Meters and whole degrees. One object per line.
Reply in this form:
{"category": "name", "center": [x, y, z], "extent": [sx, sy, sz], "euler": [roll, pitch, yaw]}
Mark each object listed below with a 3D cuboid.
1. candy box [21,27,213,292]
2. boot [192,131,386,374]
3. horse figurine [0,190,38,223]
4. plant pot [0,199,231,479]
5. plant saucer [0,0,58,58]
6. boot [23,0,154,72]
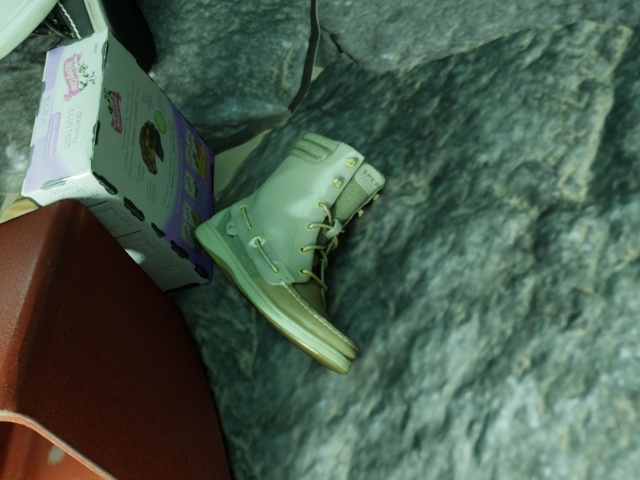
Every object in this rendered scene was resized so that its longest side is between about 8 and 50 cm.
{"category": "candy box", "center": [-0.177, -0.067, 0.667], "extent": [0.070, 0.196, 0.165], "euler": [-15, 56, 16]}
{"category": "boot", "center": [0.000, 0.000, 0.624], "extent": [0.165, 0.077, 0.213], "euler": [-43, 51, -6]}
{"category": "horse figurine", "center": [-0.335, 0.028, 0.766], "extent": [0.174, 0.066, 0.263], "euler": [37, 79, 30]}
{"category": "plant pot", "center": [-0.234, 0.129, 0.558], "extent": [0.267, 0.267, 0.236], "euler": [-19, 43, 13]}
{"category": "plant saucer", "center": [-0.466, -0.360, 0.848], "extent": [0.400, 0.100, 0.400], "euler": [-8, 64, 18]}
{"category": "boot", "center": [-0.394, -0.285, 0.917], "extent": [0.284, 0.138, 0.377], "euler": [-32, 65, 5]}
